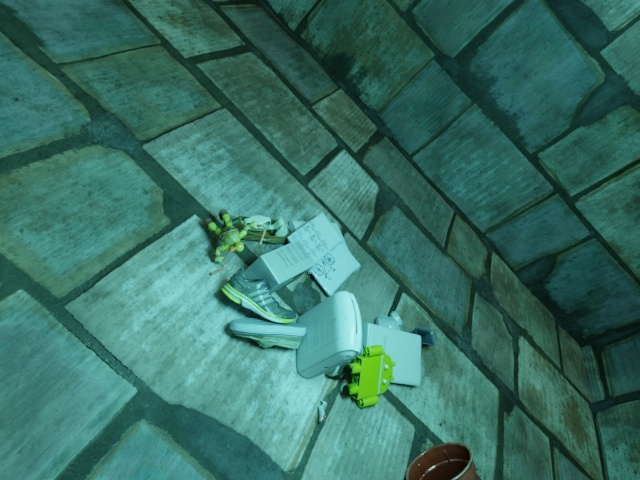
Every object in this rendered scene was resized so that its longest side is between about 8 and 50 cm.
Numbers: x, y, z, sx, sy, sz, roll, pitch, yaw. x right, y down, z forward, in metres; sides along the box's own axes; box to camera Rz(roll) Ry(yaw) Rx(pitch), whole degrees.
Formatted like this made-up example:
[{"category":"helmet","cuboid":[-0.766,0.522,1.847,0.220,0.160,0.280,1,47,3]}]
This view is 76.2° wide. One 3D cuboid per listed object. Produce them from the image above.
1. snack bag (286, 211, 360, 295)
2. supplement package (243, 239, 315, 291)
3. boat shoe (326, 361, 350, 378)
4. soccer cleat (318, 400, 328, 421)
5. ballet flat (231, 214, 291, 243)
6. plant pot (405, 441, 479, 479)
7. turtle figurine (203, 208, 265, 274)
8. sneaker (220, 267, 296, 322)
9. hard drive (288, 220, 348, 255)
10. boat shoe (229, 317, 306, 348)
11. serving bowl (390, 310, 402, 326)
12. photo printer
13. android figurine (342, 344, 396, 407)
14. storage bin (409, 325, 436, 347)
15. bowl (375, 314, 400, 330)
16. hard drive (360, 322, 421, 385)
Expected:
[{"category":"snack bag","cuboid":[0.027,0.059,1.920,0.342,0.037,0.323,55,40,-2]},{"category":"supplement package","cuboid":[-0.161,0.113,1.667,0.244,0.139,0.133,-25,77,-51]},{"category":"boat shoe","cuboid":[0.099,0.444,1.641,0.069,0.081,0.227,37,76,-34]},{"category":"soccer cleat","cuboid":[0.003,0.628,1.500,0.036,0.029,0.083,34,36,-6]},{"category":"ballet flat","cuboid":[-0.234,-0.057,1.747,0.343,0.124,0.116,7,55,-42]},{"category":"plant pot","cuboid":[0.506,0.971,1.550,0.272,0.272,0.264,-20,83,-51]},{"category":"turtle figurine","cuboid":[-0.360,-0.013,1.555,0.217,0.269,0.087,44,-5,30]},{"category":"sneaker","cuboid":[-0.212,0.210,1.509,0.300,0.111,0.121,31,85,-18]},{"category":"hard drive","cuboid":[0.000,0.000,2.002,0.308,0.040,0.202,1,59,-45]},{"category":"boat shoe","cuboid":[-0.187,0.344,1.483,0.303,0.109,0.094,13,89,-30]},{"category":"serving bowl","cuboid":[0.375,0.399,2.052,0.083,0.027,0.083,42,23,-22]},{"category":"photo printer","cuboid":[0.034,0.348,1.532,0.107,0.307,0.255,24,44,-30]},{"category":"android figurine","cuboid":[0.208,0.548,1.660,0.273,0.056,0.248,7,91,-39]},{"category":"storage bin","cuboid":[0.494,0.490,2.052,0.135,0.091,0.098,20,47,-34]},{"category":"bowl","cuboid":[0.317,0.437,1.949,0.142,0.053,0.141,21,46,-34]},{"category":"hard drive","cuboid":[0.321,0.518,1.839,0.353,0.047,0.232,20,66,-33]}]
